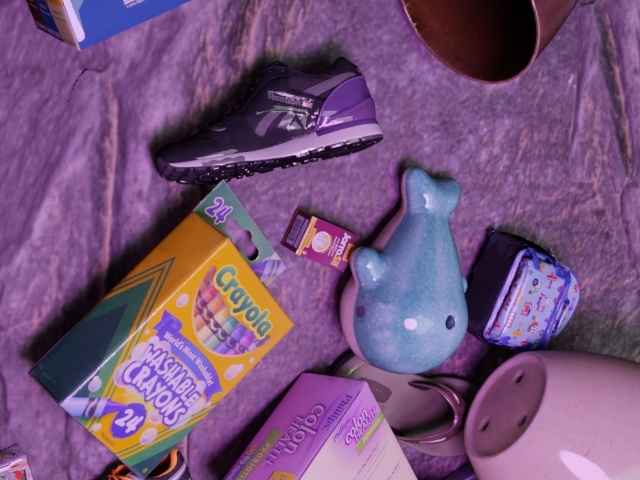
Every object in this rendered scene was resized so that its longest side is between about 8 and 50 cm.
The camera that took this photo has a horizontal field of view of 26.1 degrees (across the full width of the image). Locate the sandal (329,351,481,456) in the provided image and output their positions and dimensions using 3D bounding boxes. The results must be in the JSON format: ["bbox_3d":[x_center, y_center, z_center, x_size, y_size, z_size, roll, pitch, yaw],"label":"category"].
[{"bbox_3d":[0.140,0.241,1.928,0.302,0.086,0.120,21,96,-35],"label":"sandal"}]

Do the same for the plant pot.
[{"bbox_3d":[0.250,-0.347,1.734,0.230,0.215,0.215,-41,124,-31],"label":"plant pot"}]

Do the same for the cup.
[{"bbox_3d":[0.337,0.282,1.886,0.237,0.331,0.331,33,88,-21],"label":"cup"}]

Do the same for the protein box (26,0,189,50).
[{"bbox_3d":[-0.227,-0.342,1.464,0.199,0.136,0.201,-29,120,-20],"label":"protein box"}]

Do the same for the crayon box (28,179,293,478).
[{"bbox_3d":[-0.167,0.110,1.668,0.323,0.083,0.203,-46,140,-10],"label":"crayon box"}]

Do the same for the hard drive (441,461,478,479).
[{"bbox_3d":[0.281,0.389,2.088,0.254,0.054,0.172,-22,118,-23],"label":"hard drive"}]

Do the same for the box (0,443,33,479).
[{"bbox_3d":[-0.389,0.361,1.678,0.114,0.036,0.207,-21,117,-24],"label":"box"}]

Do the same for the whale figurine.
[{"bbox_3d":[0.134,0.045,1.817,0.216,0.141,0.272,17,89,-43],"label":"whale figurine"}]

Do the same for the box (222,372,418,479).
[{"bbox_3d":[0.009,0.338,1.822,0.213,0.117,0.243,-52,130,-34],"label":"box"}]

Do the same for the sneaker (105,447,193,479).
[{"bbox_3d":[-0.252,0.324,1.722,0.214,0.084,0.083,-24,116,-39],"label":"sneaker"}]

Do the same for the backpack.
[{"bbox_3d":[0.295,0.084,1.952,0.173,0.117,0.158,21,96,-38],"label":"backpack"}]

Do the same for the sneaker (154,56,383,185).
[{"bbox_3d":[-0.073,-0.148,1.672,0.283,0.107,0.124,-13,84,-19],"label":"sneaker"}]

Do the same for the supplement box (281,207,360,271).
[{"bbox_3d":[0.000,0.000,1.783,0.083,0.043,0.055,21,95,-36],"label":"supplement box"}]
